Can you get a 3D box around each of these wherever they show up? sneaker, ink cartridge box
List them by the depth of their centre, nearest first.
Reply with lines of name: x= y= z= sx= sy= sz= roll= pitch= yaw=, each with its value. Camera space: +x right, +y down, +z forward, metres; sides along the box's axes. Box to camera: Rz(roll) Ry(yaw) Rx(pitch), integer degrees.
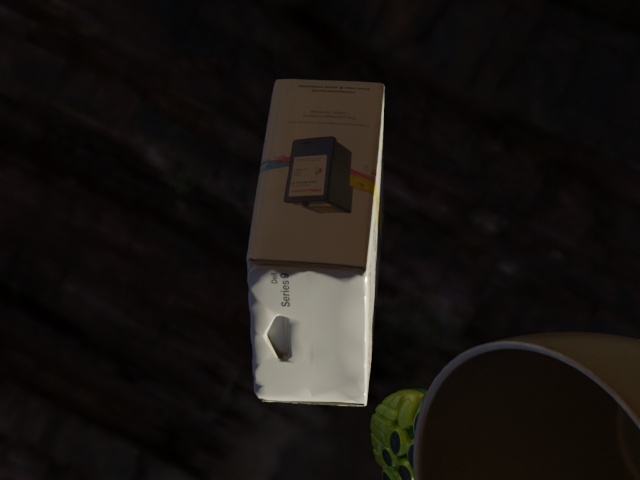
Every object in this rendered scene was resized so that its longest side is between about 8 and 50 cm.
ink cartridge box: x=0.000 y=0.000 z=1.281 sx=0.093 sy=0.154 sz=0.212 roll=3 pitch=-137 yaw=6
sneaker: x=0.139 y=0.265 z=2.076 sx=0.109 sy=0.123 sz=0.295 roll=45 pitch=158 yaw=33

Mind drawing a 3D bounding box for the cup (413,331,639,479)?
cup: x=0.288 y=0.225 z=1.590 sx=0.237 sy=0.331 sz=0.331 roll=-17 pitch=-145 yaw=-39
